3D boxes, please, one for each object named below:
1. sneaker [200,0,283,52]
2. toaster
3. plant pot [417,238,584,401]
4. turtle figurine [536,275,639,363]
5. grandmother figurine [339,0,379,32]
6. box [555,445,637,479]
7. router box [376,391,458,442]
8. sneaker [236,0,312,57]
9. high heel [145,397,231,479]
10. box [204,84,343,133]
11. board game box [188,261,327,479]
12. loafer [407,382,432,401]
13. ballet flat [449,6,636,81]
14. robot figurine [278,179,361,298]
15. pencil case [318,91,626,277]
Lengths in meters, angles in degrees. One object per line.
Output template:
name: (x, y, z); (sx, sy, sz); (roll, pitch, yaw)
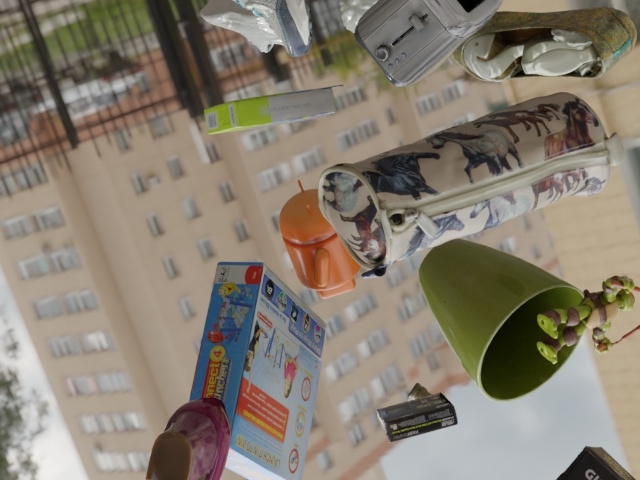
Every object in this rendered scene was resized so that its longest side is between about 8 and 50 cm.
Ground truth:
sneaker: (-0.109, -0.333, 1.751); (0.080, 0.094, 0.212); (-46, -145, -14)
toaster: (0.164, -0.324, 1.606); (0.146, 0.129, 0.227); (-35, -176, 44)
plant pot: (0.334, 0.128, 2.280); (0.274, 0.275, 0.293); (-24, -137, -23)
turtle figurine: (0.505, 0.128, 2.095); (0.217, 0.087, 0.269); (-22, 145, -17)
grandmother figurine: (0.115, -0.493, 1.810); (0.207, 0.342, 0.104); (18, -179, 31)
box: (0.374, 0.478, 1.495); (0.293, 0.295, 0.073); (-54, 149, 15)
router box: (0.163, 0.300, 1.923); (0.122, 0.038, 0.092); (-15, -172, -6)
sneaker: (-0.111, -0.339, 1.397); (0.122, 0.283, 0.110); (-32, -176, -2)
high heel: (-0.205, 0.404, 1.569); (0.127, 0.377, 0.181); (23, -167, 11)
box: (-0.064, -0.187, 1.621); (0.178, 0.042, 0.109); (-12, -175, -28)
board game box: (-0.100, 0.230, 1.887); (0.086, 0.302, 0.308); (1, 157, 23)
loafer: (0.222, 0.358, 2.513); (0.056, 0.050, 0.148); (-52, 163, -8)
ballet flat: (0.321, -0.298, 1.785); (0.348, 0.123, 0.123); (3, -158, 41)
robot figurine: (0.001, 0.001, 2.020); (0.128, 0.219, 0.158); (9, -136, 35)
pencil case: (0.212, -0.083, 1.561); (0.410, 0.160, 0.183); (-19, -152, -22)
